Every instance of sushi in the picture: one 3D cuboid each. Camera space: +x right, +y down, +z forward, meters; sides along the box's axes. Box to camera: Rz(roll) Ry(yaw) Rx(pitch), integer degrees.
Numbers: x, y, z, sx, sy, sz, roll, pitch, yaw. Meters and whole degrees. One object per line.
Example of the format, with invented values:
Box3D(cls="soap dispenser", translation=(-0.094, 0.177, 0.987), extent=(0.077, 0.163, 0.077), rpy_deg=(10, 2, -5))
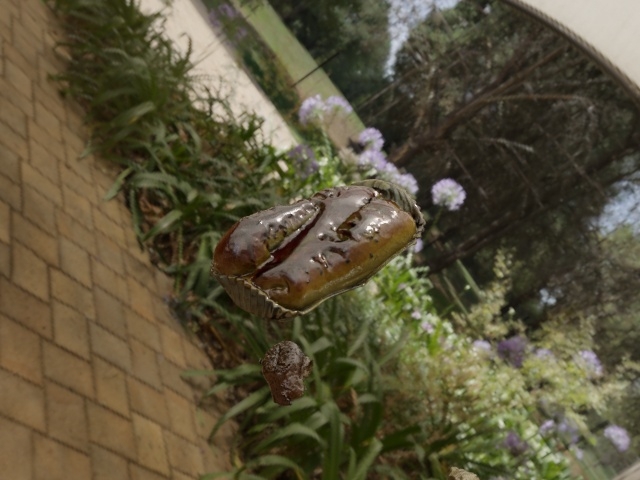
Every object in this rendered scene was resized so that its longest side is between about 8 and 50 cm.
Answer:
Box3D(cls="sushi", translation=(-0.040, 0.163, 0.875), extent=(0.118, 0.061, 0.060), rpy_deg=(-58, 129, -64))

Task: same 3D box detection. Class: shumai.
Box3D(cls="shumai", translation=(0.288, 0.505, 1.378), extent=(0.123, 0.105, 0.139), rpy_deg=(35, -11, -2))

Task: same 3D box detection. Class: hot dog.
Box3D(cls="hot dog", translation=(0.000, 0.000, 0.865), extent=(0.162, 0.270, 0.082), rpy_deg=(38, -37, 36))

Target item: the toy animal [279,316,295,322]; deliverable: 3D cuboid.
Box3D(cls="toy animal", translation=(-0.013, 0.061, 1.439), extent=(0.070, 0.253, 0.079), rpy_deg=(9, -34, 36))
